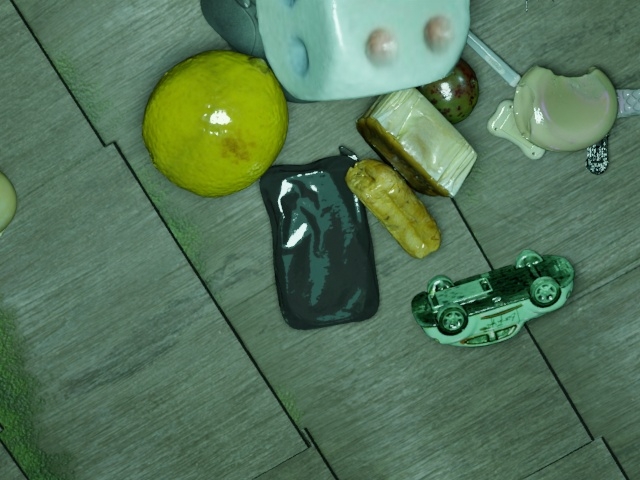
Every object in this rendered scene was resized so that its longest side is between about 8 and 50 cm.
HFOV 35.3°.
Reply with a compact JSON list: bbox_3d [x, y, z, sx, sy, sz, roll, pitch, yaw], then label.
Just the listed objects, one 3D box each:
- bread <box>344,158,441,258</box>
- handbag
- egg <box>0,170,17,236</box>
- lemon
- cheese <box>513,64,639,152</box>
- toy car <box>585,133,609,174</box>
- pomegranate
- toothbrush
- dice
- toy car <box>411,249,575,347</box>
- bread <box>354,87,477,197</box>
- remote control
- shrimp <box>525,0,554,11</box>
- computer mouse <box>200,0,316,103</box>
[{"bbox_3d":[0.136,-0.058,1.824,0.083,0.114,0.211,-44,125,-4],"label":"bread"},{"bbox_3d":[-0.001,-0.003,1.881,0.191,0.075,0.332,-9,100,0],"label":"handbag"},{"bbox_3d":[-0.653,-0.069,1.831,0.201,0.164,0.164,1,102,3],"label":"egg"},{"bbox_3d":[-0.183,-0.202,1.752,0.267,0.267,0.267,0,102,0],"label":"lemon"},{"bbox_3d":[0.492,-0.246,1.822,0.286,0.082,0.163,-8,89,-14],"label":"cheese"},{"bbox_3d":[0.513,-0.168,1.869,0.041,0.025,0.093,1,97,2],"label":"toy car"},{"bbox_3d":[0.220,-0.269,1.804,0.130,0.130,0.130,0,102,0],"label":"pomegranate"},{"bbox_3d":[0.235,-0.399,1.820,0.342,0.030,0.025,41,123,-8],"label":"toothbrush"},{"bbox_3d":[0.065,-0.381,1.653,0.268,0.264,0.263,-18,107,-26],"label":"dice"},{"bbox_3d":[0.326,0.120,1.879,0.305,0.136,0.125,-15,114,2],"label":"toy car"},{"bbox_3d":[0.165,-0.169,1.785,0.110,0.192,0.210,-45,101,-5],"label":"bread"},{"bbox_3d":[0.370,-0.205,1.859,0.122,0.032,0.074,33,100,-7],"label":"remote control"},{"bbox_3d":[0.364,-0.573,1.738,0.116,0.145,0.343,-6,98,28],"label":"shrimp"},{"bbox_3d":[-0.112,-0.398,1.797,0.379,0.090,0.167,43,98,-6],"label":"computer mouse"}]
